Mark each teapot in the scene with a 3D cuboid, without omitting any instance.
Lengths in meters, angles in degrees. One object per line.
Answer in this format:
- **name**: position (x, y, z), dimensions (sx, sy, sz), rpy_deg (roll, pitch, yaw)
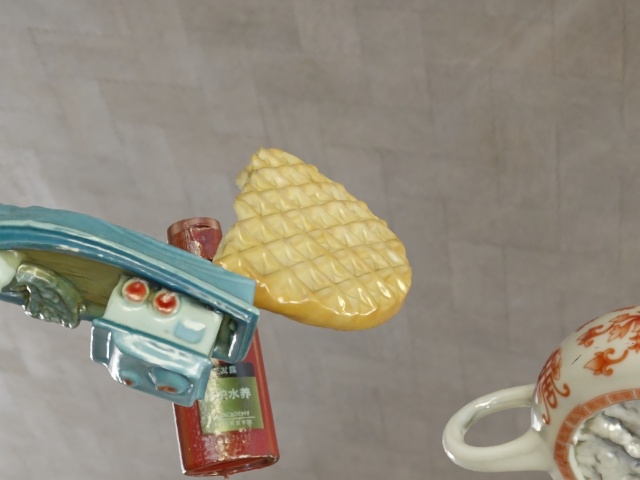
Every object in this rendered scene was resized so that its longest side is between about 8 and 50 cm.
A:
- **teapot**: position (0.187, 0.104, 0.713), dimensions (0.245, 0.116, 0.159), rpy_deg (-10, 133, 29)

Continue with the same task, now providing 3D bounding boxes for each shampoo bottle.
- **shampoo bottle**: position (-0.130, 0.126, 1.542), dimensions (0.118, 0.314, 0.076), rpy_deg (-6, 158, -12)

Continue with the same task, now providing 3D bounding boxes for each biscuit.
- **biscuit**: position (0.000, 0.000, 1.277), dimensions (0.204, 0.309, 0.040), rpy_deg (27, 115, -7)

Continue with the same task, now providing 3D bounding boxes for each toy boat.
- **toy boat**: position (-0.165, 0.044, 0.905), dimensions (0.238, 0.098, 0.109), rpy_deg (20, 146, -1)
